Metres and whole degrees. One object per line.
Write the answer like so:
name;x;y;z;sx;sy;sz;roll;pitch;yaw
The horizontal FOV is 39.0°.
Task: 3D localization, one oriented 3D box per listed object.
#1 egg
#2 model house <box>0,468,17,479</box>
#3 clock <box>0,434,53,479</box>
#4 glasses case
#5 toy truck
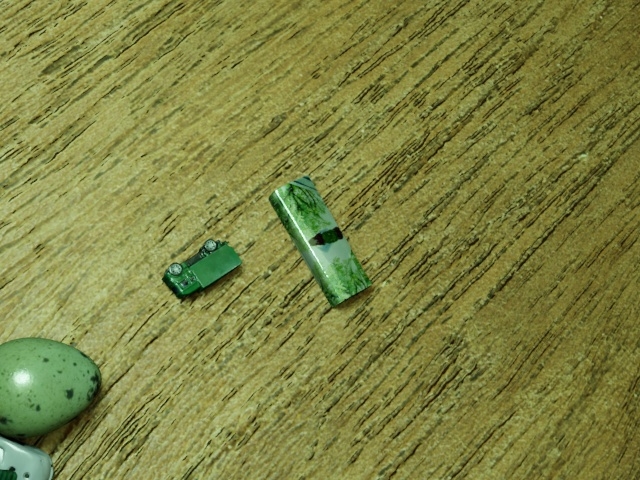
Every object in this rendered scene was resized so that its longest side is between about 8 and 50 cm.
egg;-0.503;0.258;1.607;0.228;0.177;0.177;-7;75;-30
model house;-0.635;0.542;1.408;0.343;0.334;0.382;12;73;-24
clock;-0.566;0.405;1.592;0.176;0.080;0.117;28;81;-10
glasses case;0.000;0.000;1.898;0.095;0.062;0.272;-29;83;-22
toy truck;-0.241;0.057;1.807;0.147;0.065;0.079;-33;88;-24
